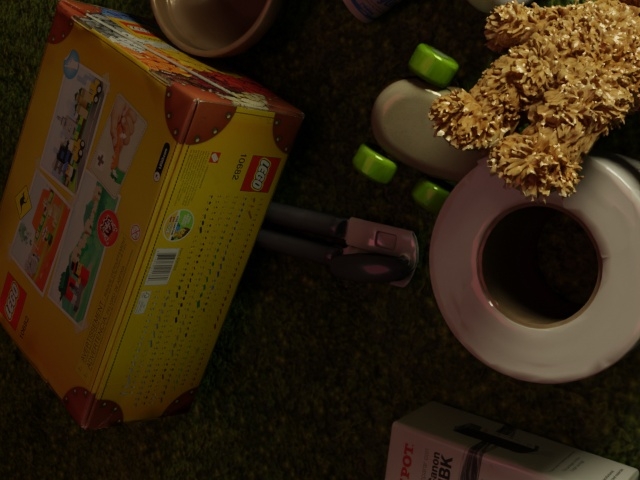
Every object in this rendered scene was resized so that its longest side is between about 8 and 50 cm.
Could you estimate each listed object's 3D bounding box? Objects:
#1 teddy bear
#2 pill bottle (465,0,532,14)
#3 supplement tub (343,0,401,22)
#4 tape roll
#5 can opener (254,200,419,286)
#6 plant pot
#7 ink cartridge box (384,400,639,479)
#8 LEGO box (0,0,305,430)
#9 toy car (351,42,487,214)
[{"bbox_3d":[0.263,-0.170,0.843,0.338,0.113,0.245,-24,43,-3],"label":"teddy bear"},{"bbox_3d":[0.126,-0.436,0.978,0.363,0.210,0.210,46,117,23],"label":"pill bottle"},{"bbox_3d":[0.083,-0.331,1.100,0.107,0.071,0.071,-30,77,34],"label":"supplement tub"},{"bbox_3d":[0.263,0.020,0.943,0.246,0.169,0.246,3,95,35],"label":"tape roll"},{"bbox_3d":[0.000,0.000,1.168,0.283,0.095,0.076,14,101,33],"label":"can opener"},{"bbox_3d":[-0.120,-0.371,1.214,0.237,0.110,0.237,4,97,34],"label":"plant pot"},{"bbox_3d":[0.212,0.332,1.036,0.273,0.114,0.197,13,102,34],"label":"ink cartridge box"},{"bbox_3d":[-0.287,-0.041,1.275,0.372,0.193,0.500,38,114,36],"label":"LEGO box"},{"bbox_3d":[0.131,-0.144,1.024,0.149,0.188,0.155,28,111,-6],"label":"toy car"}]
